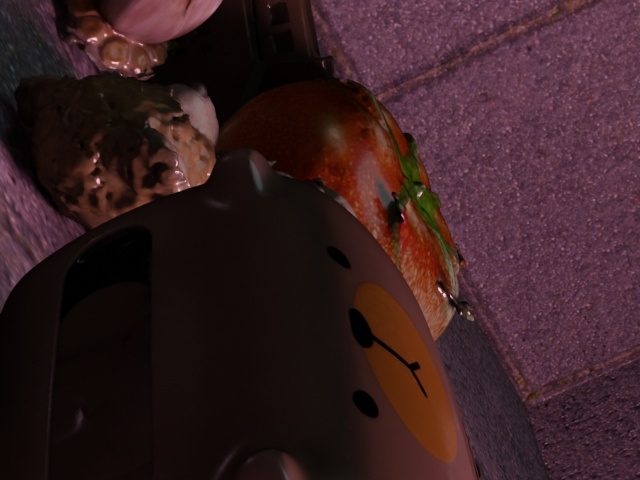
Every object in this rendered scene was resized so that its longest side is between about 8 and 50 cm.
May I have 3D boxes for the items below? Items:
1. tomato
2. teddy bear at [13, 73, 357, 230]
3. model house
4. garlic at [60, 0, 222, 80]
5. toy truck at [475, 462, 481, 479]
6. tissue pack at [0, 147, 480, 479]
[{"bbox_3d":[0.000,0.000,1.542,0.303,0.239,0.303,59,15,-25],"label":"tomato"},{"bbox_3d":[-0.130,-0.049,1.245,0.267,0.156,0.256,23,-18,34],"label":"teddy bear"},{"bbox_3d":[-0.085,-0.145,1.667,0.211,0.204,0.243,-32,113,-80],"label":"model house"},{"bbox_3d":[-0.169,-0.246,1.439,0.207,0.207,0.256,62,0,-17],"label":"garlic"},{"bbox_3d":[0.040,0.242,1.486,0.210,0.148,0.187,36,20,-18],"label":"toy truck"},{"bbox_3d":[-0.051,0.146,0.811,0.387,0.267,0.277,-97,163,-55],"label":"tissue pack"}]
